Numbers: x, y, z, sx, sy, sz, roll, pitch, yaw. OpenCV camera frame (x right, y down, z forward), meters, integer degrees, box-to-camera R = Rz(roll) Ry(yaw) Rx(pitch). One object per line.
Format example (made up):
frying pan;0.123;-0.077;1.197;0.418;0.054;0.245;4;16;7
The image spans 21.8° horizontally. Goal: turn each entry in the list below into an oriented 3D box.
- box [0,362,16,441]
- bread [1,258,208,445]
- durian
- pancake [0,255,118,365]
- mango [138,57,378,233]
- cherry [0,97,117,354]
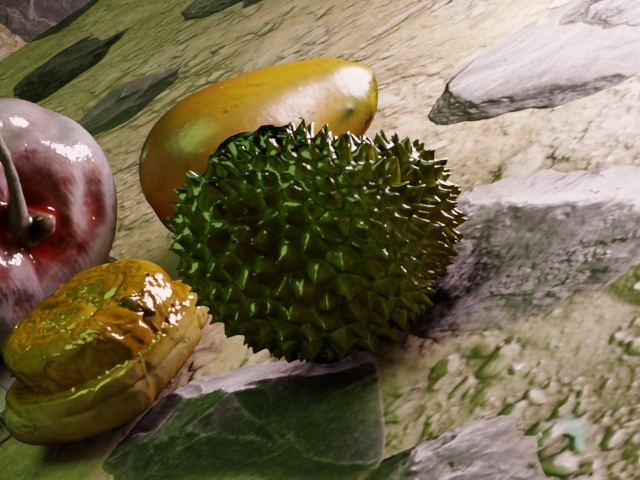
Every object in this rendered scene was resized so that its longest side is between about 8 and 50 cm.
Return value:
box;-0.327;0.156;1.898;0.245;0.035;0.139;-38;21;-15
bread;-0.227;0.113;1.735;0.198;0.120;0.236;-12;28;37
durian;0.001;0.003;1.558;0.291;0.224;0.291;-5;-6;-1
pancake;-0.376;0.089;2.101;0.294;0.049;0.294;-25;21;11
mango;-0.074;-0.119;1.996;0.317;0.173;0.211;-31;20;-19
cherry;-0.400;-0.030;1.944;0.326;0.291;0.335;-34;32;-2
